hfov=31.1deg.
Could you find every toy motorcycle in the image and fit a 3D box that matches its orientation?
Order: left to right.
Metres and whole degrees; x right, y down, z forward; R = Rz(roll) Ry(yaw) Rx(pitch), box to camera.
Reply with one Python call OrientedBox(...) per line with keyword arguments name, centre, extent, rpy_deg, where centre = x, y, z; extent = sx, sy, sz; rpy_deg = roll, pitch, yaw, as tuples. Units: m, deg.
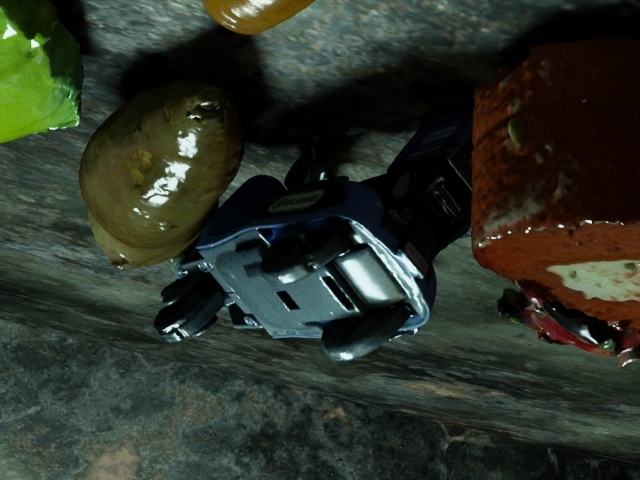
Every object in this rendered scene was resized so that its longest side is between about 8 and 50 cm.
OrientedBox(name="toy motorcycle", centre=(0.000, 0.000, 0.949), extent=(0.358, 0.212, 0.125), rpy_deg=(-11, 122, 52))

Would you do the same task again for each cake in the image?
OrientedBox(name="cake", centre=(0.229, -0.031, 0.772), extent=(0.177, 0.151, 0.283), rpy_deg=(-19, 149, 40))

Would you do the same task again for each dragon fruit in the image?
OrientedBox(name="dragon fruit", centre=(0.231, 0.033, 0.991), extent=(0.166, 0.160, 0.172), rpy_deg=(-15, 160, 7))

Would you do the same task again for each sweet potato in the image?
OrientedBox(name="sweet potato", centre=(-0.135, -0.066, 0.957), extent=(0.131, 0.131, 0.337), rpy_deg=(14, 164, -8))

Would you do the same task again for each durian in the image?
OrientedBox(name="durian", centre=(-0.249, -0.139, 0.835), extent=(0.139, 0.101, 0.250), rpy_deg=(-25, 161, 1))

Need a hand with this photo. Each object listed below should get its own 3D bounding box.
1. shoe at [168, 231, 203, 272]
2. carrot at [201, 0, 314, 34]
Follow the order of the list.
OrientedBox(name="shoe", centre=(-0.046, 0.037, 1.283), extent=(0.293, 0.109, 0.149), rpy_deg=(13, 171, 11))
OrientedBox(name="carrot", centre=(0.011, -0.164, 0.614), extent=(0.061, 0.061, 0.256), rpy_deg=(22, 160, -34))
